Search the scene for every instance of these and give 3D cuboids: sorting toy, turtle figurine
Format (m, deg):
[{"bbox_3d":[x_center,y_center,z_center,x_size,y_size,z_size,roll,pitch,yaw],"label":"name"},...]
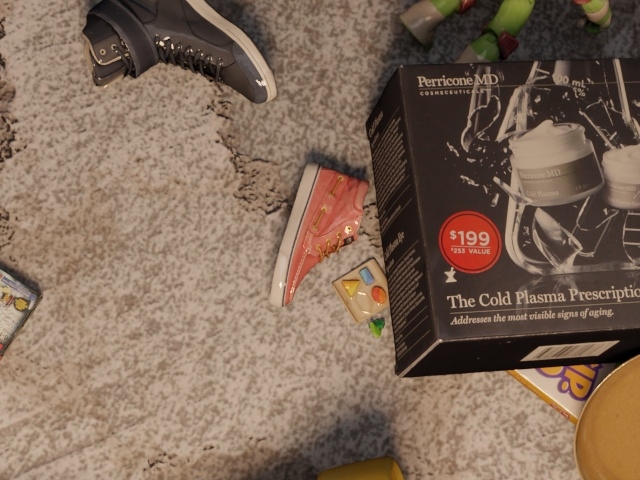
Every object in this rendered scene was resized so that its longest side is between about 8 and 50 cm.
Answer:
[{"bbox_3d":[0.059,0.070,1.766,0.062,0.012,0.083,-31,83,-11],"label":"sorting toy"},{"bbox_3d":[0.241,-0.302,1.815,0.266,0.274,0.198,-42,109,8],"label":"turtle figurine"}]

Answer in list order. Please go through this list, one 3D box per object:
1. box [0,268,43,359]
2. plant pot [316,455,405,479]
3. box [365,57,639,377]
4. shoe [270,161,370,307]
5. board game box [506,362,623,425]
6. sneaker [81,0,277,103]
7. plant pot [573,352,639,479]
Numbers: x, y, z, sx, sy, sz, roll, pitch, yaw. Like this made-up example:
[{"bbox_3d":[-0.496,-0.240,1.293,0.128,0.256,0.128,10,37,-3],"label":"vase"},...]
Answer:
[{"bbox_3d":[-0.396,0.065,1.711,0.137,0.027,0.094,32,78,0],"label":"box"},{"bbox_3d":[-0.015,0.371,1.594,0.239,0.254,0.254,-11,80,7],"label":"plant pot"},{"bbox_3d":[0.247,-0.027,1.692,0.343,0.179,0.312,-4,73,-13],"label":"box"},{"bbox_3d":[0.000,0.000,1.747,0.081,0.063,0.178,16,73,2],"label":"shoe"},{"bbox_3d":[0.266,0.113,1.771,0.259,0.039,0.124,38,77,0],"label":"board game box"},{"bbox_3d":[-0.173,-0.205,1.750,0.226,0.086,0.163,44,67,13],"label":"sneaker"},{"bbox_3d":[0.398,0.212,1.712,0.236,0.032,0.236,-2,114,-5],"label":"plant pot"}]
